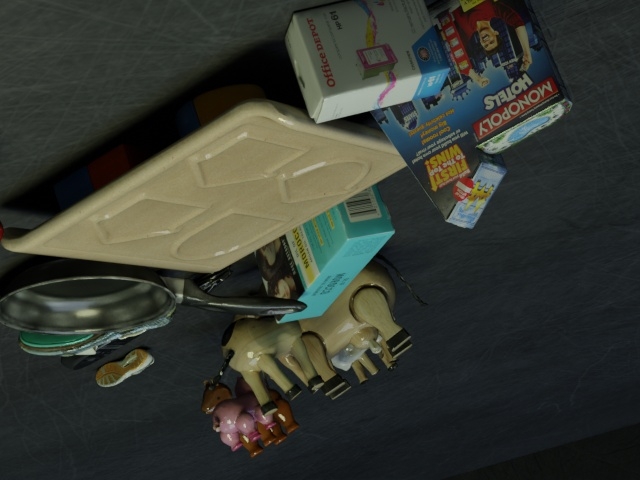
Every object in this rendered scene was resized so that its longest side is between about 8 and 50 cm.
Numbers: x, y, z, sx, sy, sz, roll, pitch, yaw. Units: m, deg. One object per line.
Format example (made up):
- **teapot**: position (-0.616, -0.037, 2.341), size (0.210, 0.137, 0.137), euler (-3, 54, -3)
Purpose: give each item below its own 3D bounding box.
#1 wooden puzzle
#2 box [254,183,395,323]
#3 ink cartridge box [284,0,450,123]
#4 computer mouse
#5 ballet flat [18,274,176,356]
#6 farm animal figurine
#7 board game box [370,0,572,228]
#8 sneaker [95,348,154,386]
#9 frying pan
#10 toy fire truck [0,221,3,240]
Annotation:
- **wooden puzzle**: position (-0.095, -0.063, 1.794), size (0.348, 0.080, 0.322), euler (-24, 163, 28)
- **box**: position (0.000, 0.000, 2.036), size (0.060, 0.100, 0.244), euler (-10, 160, -25)
- **ink cartridge box**: position (0.040, -0.164, 1.606), size (0.122, 0.088, 0.052), euler (-15, 162, -14)
- **computer mouse**: position (-0.211, 0.083, 2.173), size (0.242, 0.041, 0.071), euler (-30, 170, 9)
- **ballet flat**: position (-0.252, 0.101, 2.102), size (0.188, 0.070, 0.070), euler (-18, 162, -1)
- **farm animal figurine**: position (-0.032, 0.119, 2.264), size (0.326, 0.172, 0.330), euler (-30, 168, -18)
- **board game box**: position (0.135, -0.121, 1.665), size (0.194, 0.194, 0.060), euler (-28, 161, 25)
- **sneaker**: position (-0.253, 0.170, 2.378), size (0.083, 0.032, 0.037), euler (-26, 161, 20)
- **frying pan**: position (-0.193, 0.052, 1.966), size (0.326, 0.053, 0.197), euler (-10, 160, 9)
- **toy fire truck**: position (-0.364, -0.024, 1.522), size (0.217, 0.158, 0.246), euler (-30, 172, -46)
